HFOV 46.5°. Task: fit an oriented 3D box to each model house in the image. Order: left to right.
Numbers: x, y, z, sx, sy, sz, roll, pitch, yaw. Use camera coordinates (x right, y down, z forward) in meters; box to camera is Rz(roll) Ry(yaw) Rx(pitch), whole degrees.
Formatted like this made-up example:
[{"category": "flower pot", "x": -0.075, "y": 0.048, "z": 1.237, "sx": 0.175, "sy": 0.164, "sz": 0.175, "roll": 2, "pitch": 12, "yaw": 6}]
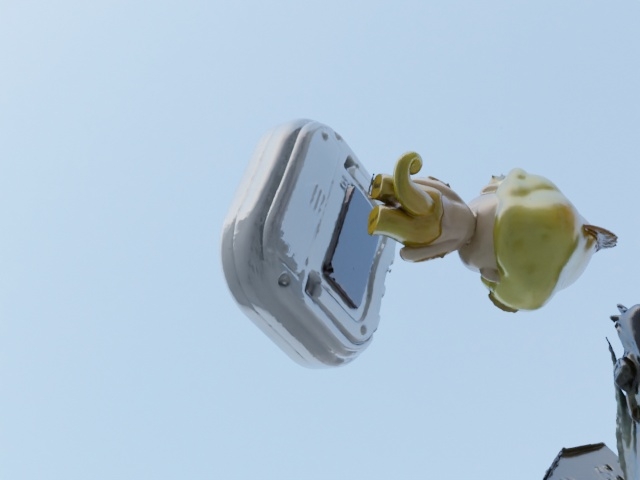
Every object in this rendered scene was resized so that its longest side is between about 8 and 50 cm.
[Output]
[{"category": "model house", "x": 0.293, "y": 0.389, "z": 0.931, "sx": 0.248, "sy": 0.176, "sz": 0.180, "roll": -6, "pitch": -69, "yaw": -17}]

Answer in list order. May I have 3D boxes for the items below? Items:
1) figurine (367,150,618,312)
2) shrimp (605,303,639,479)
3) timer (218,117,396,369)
[{"category": "figurine", "x": 0.168, "y": -0.011, "z": 0.734, "sx": 0.247, "sy": 0.131, "sz": 0.156, "roll": 10, "pitch": -110, "yaw": -17}, {"category": "shrimp", "x": 0.224, "y": 0.124, "z": 0.297, "sx": 0.198, "sy": 0.051, "sz": 0.261, "roll": -28, "pitch": -122, "yaw": 32}, {"category": "timer", "x": -0.001, "y": 0.000, "z": 0.851, "sx": 0.087, "sy": 0.261, "sz": 0.237, "roll": -13, "pitch": -46, "yaw": 35}]
